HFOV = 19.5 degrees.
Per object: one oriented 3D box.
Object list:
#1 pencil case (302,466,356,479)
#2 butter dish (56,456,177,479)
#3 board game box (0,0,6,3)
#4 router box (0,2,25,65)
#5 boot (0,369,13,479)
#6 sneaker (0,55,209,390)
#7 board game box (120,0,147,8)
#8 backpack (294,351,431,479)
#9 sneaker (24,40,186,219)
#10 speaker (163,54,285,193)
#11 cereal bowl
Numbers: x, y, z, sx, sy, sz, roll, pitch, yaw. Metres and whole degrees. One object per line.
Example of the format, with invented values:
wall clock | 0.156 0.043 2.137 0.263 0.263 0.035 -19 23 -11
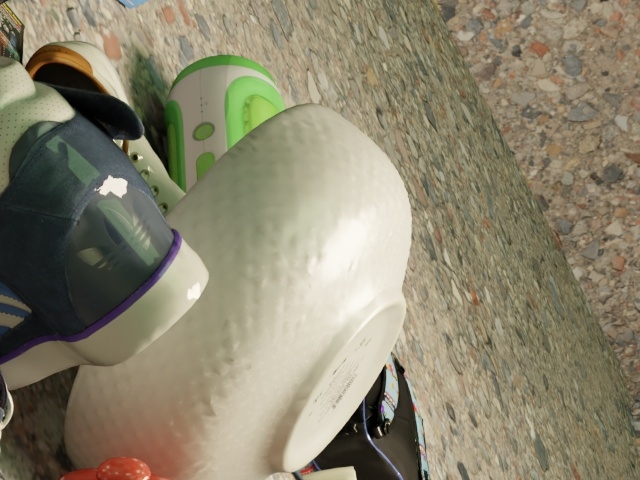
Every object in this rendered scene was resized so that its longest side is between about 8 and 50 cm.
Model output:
pencil case | -0.012 0.318 1.299 0.410 0.160 0.183 -71 166 -68
butter dish | -0.135 0.199 1.239 0.160 0.160 0.118 -70 169 -66
board game box | -0.295 -0.135 1.162 0.042 0.165 0.243 66 17 -7
router box | -0.282 -0.172 1.473 0.122 0.038 0.092 54 23 -44
boot | -0.228 0.129 1.195 0.190 0.086 0.069 57 20 -37
sneaker | -0.221 -0.028 1.178 0.236 0.323 0.130 48 66 -17
board game box | -0.234 -0.355 1.852 0.160 0.039 0.211 33 39 -63
backpack | 0.040 0.187 1.930 0.158 0.117 0.173 55 22 -40
sneaker | -0.169 -0.030 1.544 0.290 0.106 0.123 59 8 -2
speaker | -0.086 -0.040 1.790 0.131 0.131 0.296 53 23 -45
cereal bowl | -0.036 0.072 1.418 0.141 0.339 0.339 33 8 16
